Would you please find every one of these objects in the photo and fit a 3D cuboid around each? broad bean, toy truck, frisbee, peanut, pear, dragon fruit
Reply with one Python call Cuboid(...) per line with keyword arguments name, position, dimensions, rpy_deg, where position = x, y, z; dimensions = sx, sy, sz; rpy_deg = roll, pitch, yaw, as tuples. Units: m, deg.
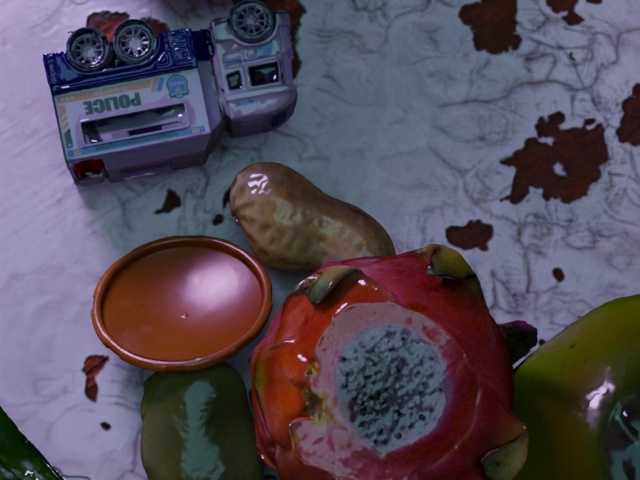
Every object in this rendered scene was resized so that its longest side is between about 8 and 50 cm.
Cuboid(name="broad bean", position=(-0.123, 0.201, 1.604), dimensions=(0.124, 0.082, 0.174), rpy_deg=(-4, 72, -7))
Cuboid(name="toy truck", position=(-0.154, -0.156, 1.695), dimensions=(0.268, 0.124, 0.155), rpy_deg=(-11, 81, -5))
Cuboid(name="frisbee", position=(-0.144, 0.070, 1.643), dimensions=(0.192, 0.035, 0.192), rpy_deg=(-2, 44, 2))
Cuboid(name="peanut", position=(0.000, 0.000, 1.668), dimensions=(0.229, 0.098, 0.103), rpy_deg=(33, 111, 7))
Cuboid(name="pear", position=(0.365, 0.226, 1.581), dimensions=(0.399, 0.165, 0.398), rpy_deg=(1, 73, -3))
Cuboid(name="dragon fruit", position=(0.068, 0.141, 1.520), dimensions=(0.291, 0.189, 0.290), rpy_deg=(1, 85, -13))

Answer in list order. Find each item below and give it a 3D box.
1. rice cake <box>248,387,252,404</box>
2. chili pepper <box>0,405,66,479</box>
Cuboid(name="rice cake", position=(-0.015, 0.259, 1.611), dimensions=(0.042, 0.045, 0.245), rpy_deg=(-19, 75, -9))
Cuboid(name="chili pepper", position=(-0.413, 0.215, 1.538), dimensions=(0.385, 0.213, 0.167), rpy_deg=(33, 116, 10))
